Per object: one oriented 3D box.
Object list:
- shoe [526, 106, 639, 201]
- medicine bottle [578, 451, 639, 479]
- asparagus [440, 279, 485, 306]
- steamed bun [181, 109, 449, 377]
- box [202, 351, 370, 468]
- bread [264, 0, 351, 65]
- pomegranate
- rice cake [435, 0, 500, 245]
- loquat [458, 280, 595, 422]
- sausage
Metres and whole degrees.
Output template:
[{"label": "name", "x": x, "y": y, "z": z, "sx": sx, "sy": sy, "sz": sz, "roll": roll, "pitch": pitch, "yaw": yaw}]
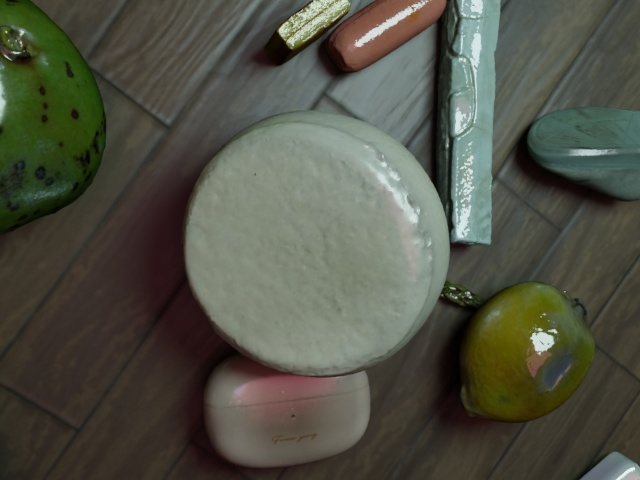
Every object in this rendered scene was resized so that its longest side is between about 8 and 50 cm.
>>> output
[{"label": "shoe", "x": 0.384, "y": -0.105, "z": 0.838, "sx": 0.250, "sy": 0.103, "sz": 0.100, "roll": 1, "pitch": 139, "yaw": 2}, {"label": "medicine bottle", "x": 0.358, "y": 0.396, "z": 0.878, "sx": 0.219, "sy": 0.078, "sz": 0.115, "roll": -38, "pitch": 103, "yaw": -5}, {"label": "asparagus", "x": 0.110, "y": 0.025, "z": 0.823, "sx": 0.236, "sy": 0.027, "sz": 0.034, "roll": 35, "pitch": 99, "yaw": -11}, {"label": "steamed bun", "x": 0.000, "y": 0.000, "z": 0.714, "sx": 0.282, "sy": 0.177, "sz": 0.283, "roll": 3, "pitch": 102, "yaw": 14}, {"label": "box", "x": -0.039, "y": 0.194, "z": 0.779, "sx": 0.200, "sy": 0.088, "sz": 0.146, "roll": -4, "pitch": 97, "yaw": -11}, {"label": "bread", "x": -0.017, "y": -0.242, "z": 0.742, "sx": 0.090, "sy": 0.094, "sz": 0.035, "roll": -39, "pitch": 102, "yaw": -8}, {"label": "pomegranate", "x": -0.340, "y": -0.119, "z": 0.629, "sx": 0.254, "sy": 0.270, "sz": 0.255, "roll": 16, "pitch": 63, "yaw": -34}, {"label": "rice cake", "x": 0.180, "y": -0.162, "z": 0.803, "sx": 0.066, "sy": 0.063, "sz": 0.337, "roll": -2, "pitch": 94, "yaw": -20}, {"label": "loquat", "x": 0.246, "y": 0.140, "z": 0.803, "sx": 0.152, "sy": 0.152, "sz": 0.195, "roll": 43, "pitch": 96, "yaw": -11}, {"label": "sausage", "x": 0.079, "y": -0.256, "z": 0.774, "sx": 0.154, "sy": 0.062, "sz": 0.062, "roll": -35, "pitch": 100, "yaw": -6}]
